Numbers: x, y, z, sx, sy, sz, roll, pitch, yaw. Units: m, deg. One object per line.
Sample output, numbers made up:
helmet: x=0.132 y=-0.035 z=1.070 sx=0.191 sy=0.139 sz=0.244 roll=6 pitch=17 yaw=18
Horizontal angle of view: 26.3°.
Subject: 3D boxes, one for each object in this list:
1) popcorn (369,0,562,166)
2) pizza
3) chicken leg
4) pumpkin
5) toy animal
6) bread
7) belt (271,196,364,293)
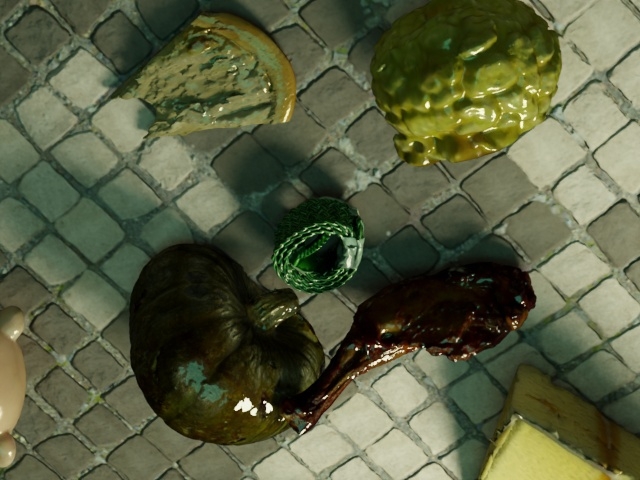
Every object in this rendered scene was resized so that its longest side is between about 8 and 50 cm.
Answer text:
popcorn: x=0.179 y=-0.199 z=1.751 sx=0.237 sy=0.206 sz=0.251 roll=5 pitch=130 yaw=-12
pizza: x=-0.167 y=-0.217 z=1.871 sx=0.262 sy=0.034 sz=0.181 roll=-14 pitch=115 yaw=14
chicken leg: x=0.116 y=0.142 z=1.944 sx=0.407 sy=0.158 sz=0.096 roll=-26 pitch=140 yaw=-5
pumpkin: x=-0.130 y=0.167 z=1.961 sx=0.325 sy=0.232 sz=0.242 roll=38 pitch=113 yaw=-16
toy animal: x=-0.549 y=0.178 z=2.038 sx=0.247 sy=0.277 sz=0.345 roll=-13 pitch=83 yaw=-5
bread: x=0.369 y=0.418 z=2.031 sx=0.345 sy=0.242 sz=0.405 roll=23 pitch=116 yaw=2
belt: x=0.000 y=0.000 z=1.943 sx=0.121 sy=0.079 sz=0.151 roll=28 pitch=129 yaw=-19
